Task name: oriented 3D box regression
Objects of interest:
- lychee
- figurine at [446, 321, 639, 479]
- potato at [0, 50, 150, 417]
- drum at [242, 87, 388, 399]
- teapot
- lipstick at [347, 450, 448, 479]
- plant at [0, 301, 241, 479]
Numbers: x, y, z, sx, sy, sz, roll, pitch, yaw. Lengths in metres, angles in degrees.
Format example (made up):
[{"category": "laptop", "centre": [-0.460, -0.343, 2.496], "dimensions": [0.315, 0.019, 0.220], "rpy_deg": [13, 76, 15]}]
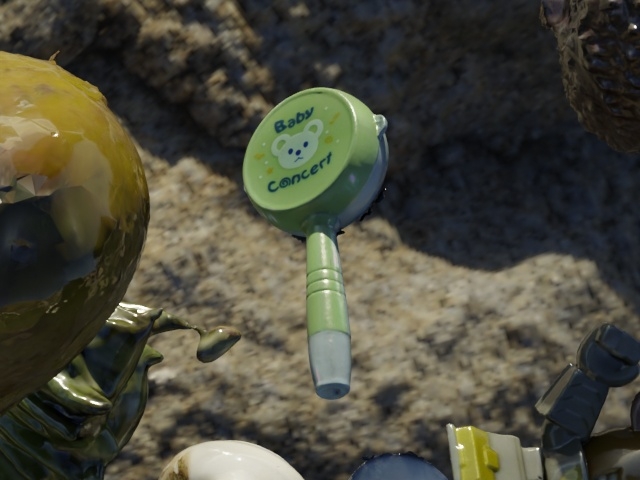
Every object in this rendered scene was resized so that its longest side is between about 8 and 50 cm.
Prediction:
[{"category": "lychee", "centre": [0.364, -0.227, 1.576], "dimensions": [0.300, 0.300, 0.300], "rpy_deg": [9, 72, -29]}, {"category": "figurine", "centre": [0.284, 0.262, 1.548], "dimensions": [0.167, 0.285, 0.342], "rpy_deg": [-84, 162, -66]}, {"category": "potato", "centre": [-0.192, -0.003, 0.751], "dimensions": [0.229, 0.266, 0.229], "rpy_deg": [8, 74, -29]}, {"category": "drum", "centre": [0.016, -0.012, 1.149], "dimensions": [0.049, 0.130, 0.253], "rpy_deg": [37, 24, -46]}, {"category": "teapot", "centre": [-0.107, 0.343, 1.892], "dimensions": [0.204, 0.298, 0.139], "rpy_deg": [16, 48, 3]}, {"category": "lipstick", "centre": [0.001, 0.189, 0.783], "dimensions": [0.059, 0.264, 0.059], "rpy_deg": [9, 55, -13]}, {"category": "plant", "centre": [-0.271, 0.078, 1.301], "dimensions": [0.333, 0.251, 0.180], "rpy_deg": [37, 23, 12]}]
